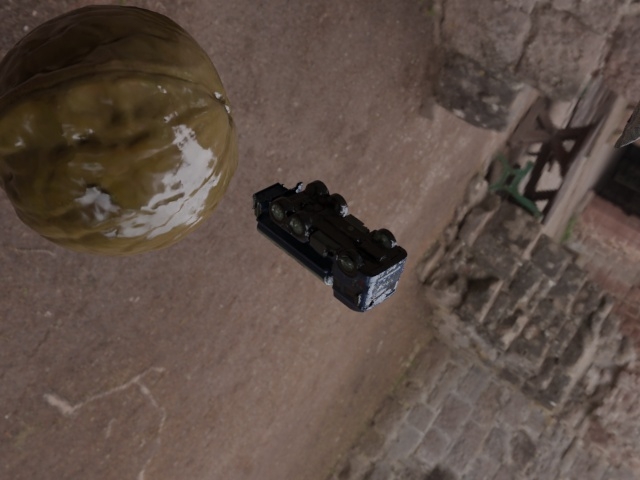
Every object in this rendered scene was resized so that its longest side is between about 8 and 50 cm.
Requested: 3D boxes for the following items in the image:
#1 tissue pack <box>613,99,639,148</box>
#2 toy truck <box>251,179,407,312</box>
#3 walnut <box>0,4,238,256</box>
[{"bbox_3d":[0.477,-0.203,0.934,0.123,0.026,0.193,-59,179,-8],"label":"tissue pack"},{"bbox_3d":[0.000,0.000,0.774,0.074,0.201,0.088,-28,141,-37],"label":"toy truck"},{"bbox_3d":[-0.188,-0.095,0.613,0.228,0.228,0.228,-48,158,-26],"label":"walnut"}]
